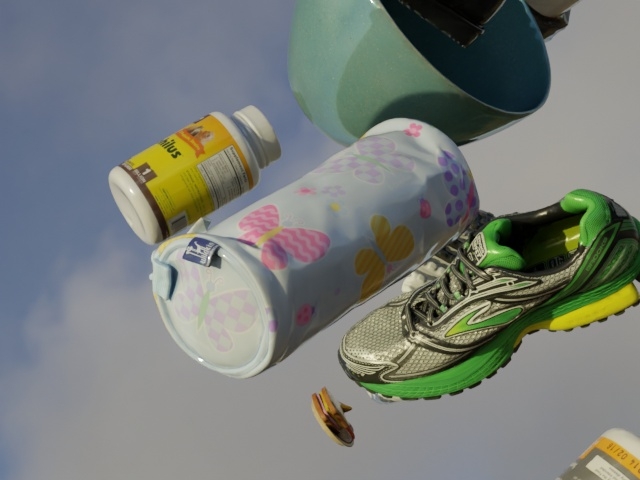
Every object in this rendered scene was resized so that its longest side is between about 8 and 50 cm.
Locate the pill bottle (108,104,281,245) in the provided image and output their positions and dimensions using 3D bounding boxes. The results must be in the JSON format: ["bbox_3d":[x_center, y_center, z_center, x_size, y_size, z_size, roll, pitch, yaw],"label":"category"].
[{"bbox_3d":[-0.162,-0.092,1.999,0.215,0.117,0.117,-32,-24,-17],"label":"pill bottle"}]

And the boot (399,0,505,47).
[{"bbox_3d":[0.125,-0.294,1.298,0.207,0.094,0.246,-48,-41,15],"label":"boot"}]

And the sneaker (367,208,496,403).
[{"bbox_3d":[0.138,0.082,1.912,0.292,0.110,0.118,-56,-2,-24],"label":"sneaker"}]

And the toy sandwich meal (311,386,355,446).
[{"bbox_3d":[0.019,0.210,1.821,0.029,0.085,0.085,-38,-28,13],"label":"toy sandwich meal"}]

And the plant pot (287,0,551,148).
[{"bbox_3d":[0.078,-0.205,1.633,0.290,0.290,0.195,5,-34,-46],"label":"plant pot"}]

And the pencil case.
[{"bbox_3d":[0.000,0.000,1.144,0.273,0.124,0.113,-30,-55,-41],"label":"pencil case"}]

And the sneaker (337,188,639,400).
[{"bbox_3d":[0.162,0.043,1.548,0.344,0.134,0.146,-29,-45,16],"label":"sneaker"}]

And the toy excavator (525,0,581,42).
[{"bbox_3d":[0.168,-0.424,1.729,0.222,0.445,0.433,-35,17,53],"label":"toy excavator"}]

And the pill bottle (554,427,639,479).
[{"bbox_3d":[0.250,0.331,1.499,0.278,0.162,0.162,-42,-25,-7],"label":"pill bottle"}]
